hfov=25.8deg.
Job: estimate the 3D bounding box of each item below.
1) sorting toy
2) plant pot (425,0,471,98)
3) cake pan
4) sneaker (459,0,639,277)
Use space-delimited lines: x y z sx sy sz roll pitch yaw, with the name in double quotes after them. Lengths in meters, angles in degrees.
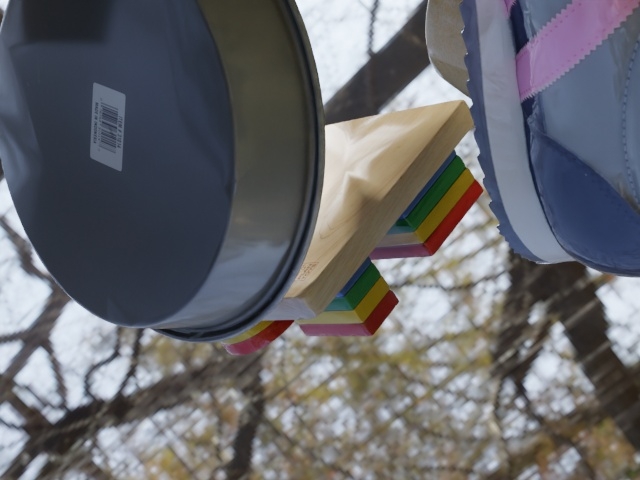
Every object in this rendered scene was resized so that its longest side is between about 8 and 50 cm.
0.000 0.000 1.266 0.257 0.255 0.089 -50 -63 -30 "sorting toy"
0.231 -0.164 1.103 0.274 0.256 0.256 18 -167 32 "plant pot"
-0.116 -0.074 0.879 0.054 0.293 0.293 -13 -117 -43 "cake pan"
0.111 -0.124 0.494 0.112 0.131 0.319 -45 -51 -33 "sneaker"
